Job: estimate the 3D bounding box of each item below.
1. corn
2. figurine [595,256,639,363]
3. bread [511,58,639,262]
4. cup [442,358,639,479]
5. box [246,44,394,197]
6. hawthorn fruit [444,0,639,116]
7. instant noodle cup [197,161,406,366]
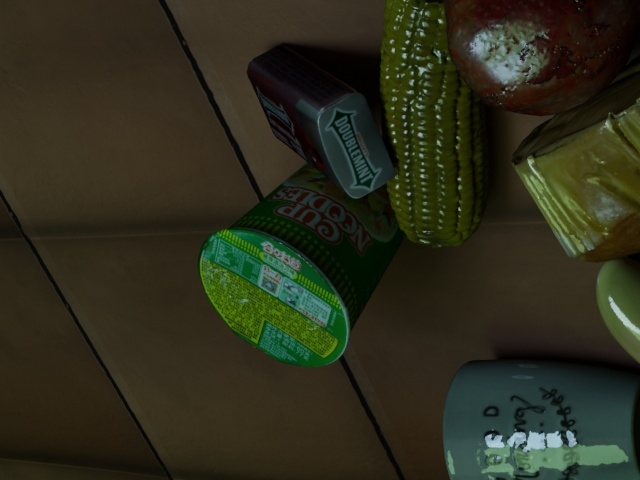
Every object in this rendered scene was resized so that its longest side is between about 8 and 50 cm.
[{"bbox_3d":[0.125,-0.140,1.681,0.120,0.120,0.363,17,133,25],"label":"corn"},{"bbox_3d":[0.447,0.092,1.648,0.325,0.124,0.222,27,139,21],"label":"figurine"},{"bbox_3d":[0.333,-0.090,1.496,0.156,0.204,0.288,51,135,-7],"label":"bread"},{"bbox_3d":[0.291,0.271,1.856,0.234,0.186,0.258,-3,87,32],"label":"cup"},{"bbox_3d":[-0.003,-0.138,1.737,0.224,0.069,0.120,44,161,58],"label":"box"},{"bbox_3d":[0.232,-0.221,1.479,0.235,0.181,0.181,-34,104,27],"label":"hawthorn fruit"},{"bbox_3d":[0.000,0.000,1.817,0.207,0.232,0.207,22,139,21],"label":"instant noodle cup"}]
